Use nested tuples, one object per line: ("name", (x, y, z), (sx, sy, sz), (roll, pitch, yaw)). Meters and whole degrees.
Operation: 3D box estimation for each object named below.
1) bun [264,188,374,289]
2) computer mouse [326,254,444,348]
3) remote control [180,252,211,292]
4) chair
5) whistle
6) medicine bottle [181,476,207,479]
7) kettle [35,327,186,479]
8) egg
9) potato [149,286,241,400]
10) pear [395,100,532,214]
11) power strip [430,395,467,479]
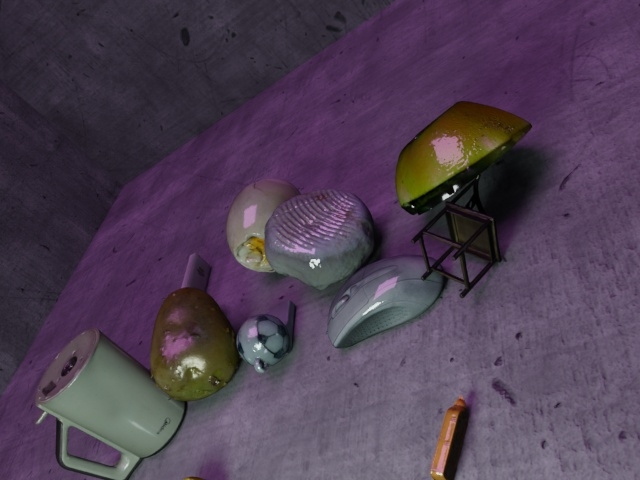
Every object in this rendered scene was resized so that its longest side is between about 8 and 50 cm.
("bun", (0.005, -0.003, 1.780), (0.354, 0.194, 0.355), (-6, 41, 5))
("computer mouse", (0.139, 0.143, 1.537), (0.371, 0.122, 0.188), (-34, 30, 24))
("remote control", (-0.479, 0.157, 2.296), (0.034, 0.103, 0.250), (-28, 34, 21))
("chair", (0.351, -0.014, 1.406), (0.260, 0.155, 0.141), (-42, 44, -23))
("whistle", (-0.160, 0.261, 1.713), (0.163, 0.163, 0.290), (-30, 33, 23))
("medicine bottle", (-0.319, 0.685, 1.414), (0.124, 0.124, 0.239), (-22, 35, 34))
("kettle", (-0.635, 0.509, 1.763), (0.250, 0.377, 0.361), (0, 51, 51))
("egg", (-0.173, -0.070, 2.017), (0.278, 0.278, 0.336), (-24, 41, 32))
("potato", (-0.380, 0.301, 1.819), (0.269, 0.219, 0.359), (-7, 51, -4))
("pear", (0.335, -0.238, 1.565), (0.398, 0.165, 0.399), (-38, 1, 1))
("power strip", (0.253, 0.383, 1.153), (0.028, 0.049, 0.178), (-7, 46, 40))
